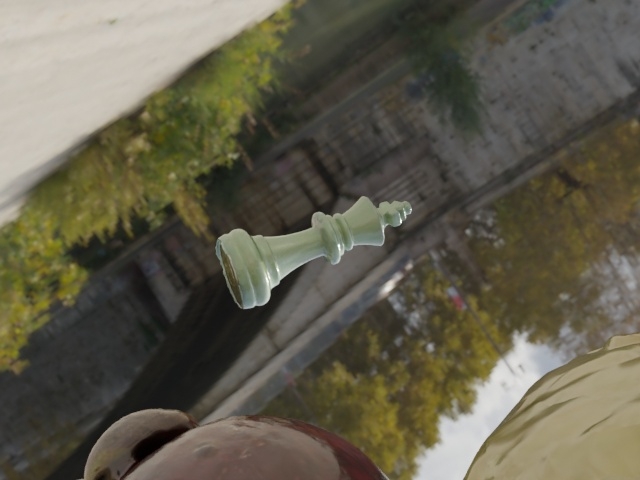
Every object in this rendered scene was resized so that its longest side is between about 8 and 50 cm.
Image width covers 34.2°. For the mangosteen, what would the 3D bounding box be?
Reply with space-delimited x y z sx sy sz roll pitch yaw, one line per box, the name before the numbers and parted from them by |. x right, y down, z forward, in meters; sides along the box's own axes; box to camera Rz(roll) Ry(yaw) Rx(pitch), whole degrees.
mangosteen | -0.062 0.191 0.579 0.215 0.215 0.257 -37 -143 -30

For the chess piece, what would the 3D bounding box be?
chess piece | 0.000 0.000 0.772 0.149 0.059 0.059 -20 180 -16

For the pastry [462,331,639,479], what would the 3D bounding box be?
pastry | 0.214 0.202 0.384 0.389 0.312 0.388 5 -174 0
